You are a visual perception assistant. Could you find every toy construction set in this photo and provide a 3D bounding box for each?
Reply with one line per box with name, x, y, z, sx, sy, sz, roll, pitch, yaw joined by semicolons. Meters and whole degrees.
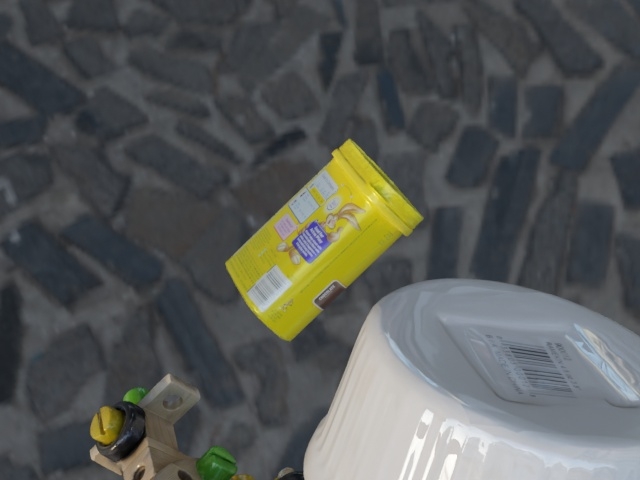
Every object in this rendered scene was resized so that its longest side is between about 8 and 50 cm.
toy construction set;-0.129;0.280;1.688;0.257;0.309;0.237;3;34;-26

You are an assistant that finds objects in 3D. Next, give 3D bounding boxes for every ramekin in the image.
ramekin;0.136;0.139;1.232;0.277;0.135;0.277;13;23;-5

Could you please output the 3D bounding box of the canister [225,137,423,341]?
canister;0.000;0.000;1.594;0.170;0.073;0.126;-44;30;5
